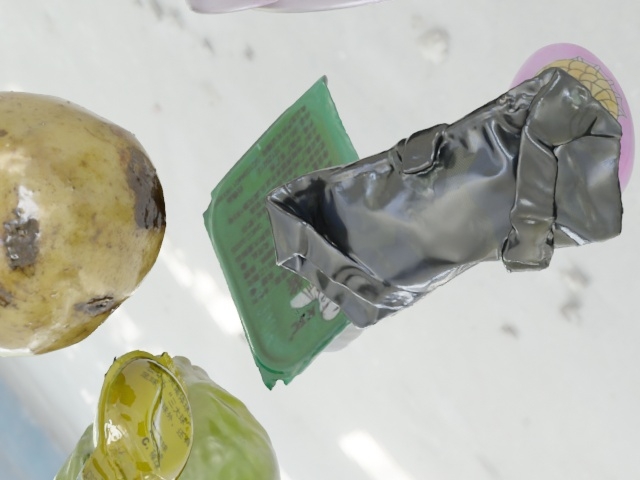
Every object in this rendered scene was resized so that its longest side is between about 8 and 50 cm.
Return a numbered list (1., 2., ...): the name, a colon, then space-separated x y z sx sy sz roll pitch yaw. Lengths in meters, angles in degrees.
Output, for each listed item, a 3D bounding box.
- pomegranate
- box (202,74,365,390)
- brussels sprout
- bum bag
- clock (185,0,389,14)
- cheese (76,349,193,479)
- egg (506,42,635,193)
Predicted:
1. pomegranate: -0.298 -0.023 1.556 0.281 0.281 0.281 44 156 26
2. box: 0.000 0.000 1.913 0.264 0.106 0.337 -45 48 27
3. brussels sprout: -0.185 0.310 1.919 0.274 0.316 0.242 29 137 -2
4. bum bag: 0.092 -0.022 1.153 0.310 0.074 0.137 -21 101 35
5. clock: 0.054 -0.289 1.343 0.322 0.295 0.113 -4 112 21
6. cheese: -0.202 0.225 1.628 0.069 0.270 0.177 -8 123 26
7. egg: 0.345 -0.154 2.162 0.196 0.196 0.271 87 172 -53
